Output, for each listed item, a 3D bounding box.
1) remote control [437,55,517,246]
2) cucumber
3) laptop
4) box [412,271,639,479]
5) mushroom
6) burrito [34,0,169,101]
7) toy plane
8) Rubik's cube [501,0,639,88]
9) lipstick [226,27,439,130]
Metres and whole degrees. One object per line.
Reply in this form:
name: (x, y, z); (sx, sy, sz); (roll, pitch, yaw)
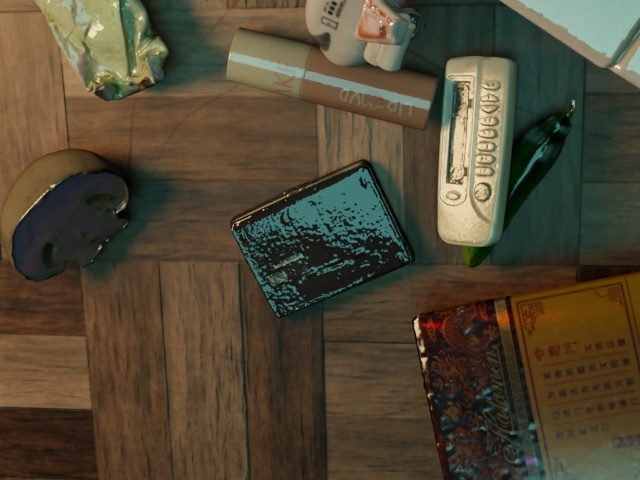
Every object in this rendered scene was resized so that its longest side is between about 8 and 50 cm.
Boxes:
remote control: (0.192, -0.108, 1.454); (0.090, 0.049, 0.230); (7, 96, 37)
cucumber: (0.243, -0.074, 1.484); (0.056, 0.056, 0.250); (32, 109, -2)
laptop: (0.000, 0.000, 1.552); (0.207, 0.026, 0.154); (-23, 102, 14)
box: (0.337, 0.182, 1.464); (0.415, 0.116, 0.264); (-13, 79, 11)
mushroom: (-0.339, -0.047, 1.543); (0.188, 0.141, 0.117); (-42, 63, 12)
burrito: (-0.277, -0.287, 1.478); (0.144, 0.089, 0.229); (-23, 102, 28)
toy plane: (0.047, -0.306, 1.349); (0.118, 0.252, 0.252); (-7, 108, -22)
Rubik's cube: (0.319, -0.366, 1.246); (0.318, 0.322, 0.316); (33, 107, -1)
lipstick: (0.015, -0.200, 1.468); (0.254, 0.070, 0.070); (15, 108, 3)
